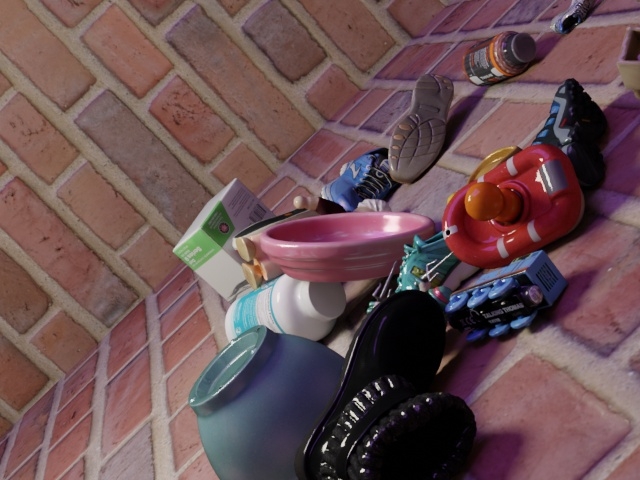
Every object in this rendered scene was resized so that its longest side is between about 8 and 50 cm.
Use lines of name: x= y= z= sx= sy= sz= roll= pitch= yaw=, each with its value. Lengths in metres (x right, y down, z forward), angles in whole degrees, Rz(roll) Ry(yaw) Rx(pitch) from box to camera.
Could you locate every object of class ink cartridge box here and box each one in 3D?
ink cartridge box: x=-0.157 y=0.037 z=2.306 sx=0.121 sy=0.289 sz=0.211 roll=-37 pitch=15 yaw=37

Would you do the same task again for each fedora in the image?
fedora: x=0.322 y=-0.109 z=1.815 sx=0.194 sy=0.079 sz=0.194 roll=-40 pitch=15 yaw=13

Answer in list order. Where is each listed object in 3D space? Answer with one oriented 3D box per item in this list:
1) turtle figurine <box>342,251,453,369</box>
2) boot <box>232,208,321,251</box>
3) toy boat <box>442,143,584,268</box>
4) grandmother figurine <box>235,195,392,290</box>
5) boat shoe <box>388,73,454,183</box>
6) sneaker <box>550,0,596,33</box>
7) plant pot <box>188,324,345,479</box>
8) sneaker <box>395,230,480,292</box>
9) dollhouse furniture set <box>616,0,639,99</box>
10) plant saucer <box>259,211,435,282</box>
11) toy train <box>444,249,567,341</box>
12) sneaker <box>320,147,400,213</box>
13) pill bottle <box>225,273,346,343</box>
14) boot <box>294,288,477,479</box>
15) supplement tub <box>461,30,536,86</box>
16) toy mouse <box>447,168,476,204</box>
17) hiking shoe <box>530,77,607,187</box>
turtle figurine: x=0.132 y=0.125 z=1.575 sx=0.234 sy=0.118 sz=0.175 roll=-53 pitch=-24 yaw=21
boot: x=-0.069 y=0.031 z=2.239 sx=0.244 sy=0.176 sz=0.088 roll=-19 pitch=13 yaw=-31
toy boat: x=0.274 y=-0.052 z=1.561 sx=0.231 sy=0.151 sz=0.151 roll=-34 pitch=60 yaw=38
grandmother figurine: x=0.000 y=0.000 z=2.166 sx=0.342 sy=0.208 sz=0.104 roll=-21 pitch=35 yaw=-17
boat shoe: x=0.241 y=-0.251 z=2.437 sx=0.116 sy=0.123 sz=0.324 roll=96 pitch=-163 yaw=-56
sneaker: x=0.593 y=-0.523 z=2.352 sx=0.135 sy=0.052 sz=0.058 roll=-48 pitch=22 yaw=15
plant pot: x=-0.086 y=0.261 z=1.636 sx=0.293 sy=0.196 sz=0.293 roll=-41 pitch=14 yaw=13
sneaker: x=0.173 y=0.048 z=1.711 sx=0.275 sy=0.110 sz=0.107 roll=-45 pitch=14 yaw=-2
dollhouse furniture set: x=0.656 y=-0.332 z=1.566 sx=0.303 sy=0.198 sz=0.287 roll=8 pitch=71 yaw=34
plant saucer: x=0.052 y=0.012 z=1.936 sx=0.332 sy=0.084 sz=0.332 roll=-4 pitch=10 yaw=1
toy train: x=0.257 y=0.082 z=1.453 sx=0.105 sy=0.080 sz=0.184 roll=-42 pitch=8 yaw=-34
sneaker: x=0.104 y=-0.138 z=2.415 sx=0.147 sy=0.130 sz=0.330 roll=-39 pitch=14 yaw=29
pill bottle: x=-0.064 y=0.144 z=2.022 sx=0.264 sy=0.146 sz=0.146 roll=-27 pitch=21 yaw=47
boot: x=0.117 y=0.202 z=1.357 sx=0.348 sy=0.131 sz=0.260 roll=-62 pitch=13 yaw=-22
supplement tub: x=0.425 y=-0.432 z=2.420 sx=0.106 sy=0.106 sz=0.198 roll=-48 pitch=14 yaw=-19
toy mouse: x=0.301 y=-0.105 z=1.961 sx=0.143 sy=0.031 sz=0.161 roll=-31 pitch=19 yaw=42
hiking shoe: x=0.396 y=-0.170 z=1.714 sx=0.132 sy=0.113 sz=0.304 roll=-34 pitch=17 yaw=33
